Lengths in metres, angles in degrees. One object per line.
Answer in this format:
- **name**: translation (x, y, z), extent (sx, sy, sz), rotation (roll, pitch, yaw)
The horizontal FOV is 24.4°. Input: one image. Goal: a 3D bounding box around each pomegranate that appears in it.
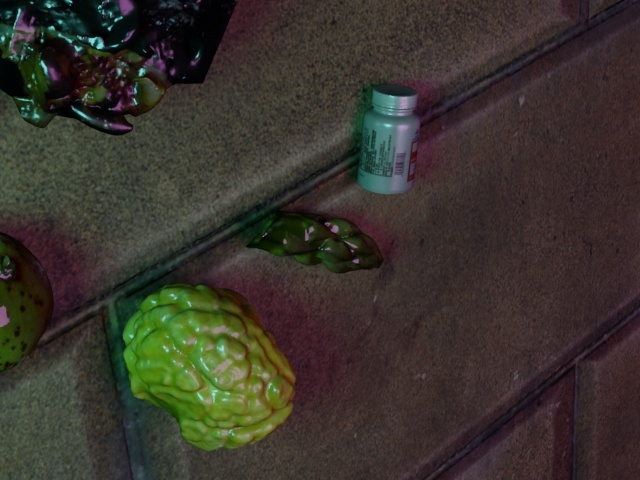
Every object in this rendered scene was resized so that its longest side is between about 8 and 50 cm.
- **pomegranate**: translation (-0.368, 0.081, 1.554), extent (0.159, 0.159, 0.205), rotation (-10, 142, -48)

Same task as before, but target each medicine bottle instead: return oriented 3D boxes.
- **medicine bottle**: translation (0.096, -0.140, 2.035), extent (0.079, 0.079, 0.140), rotation (-17, 121, -45)

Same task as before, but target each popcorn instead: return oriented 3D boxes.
- **popcorn**: translation (-0.131, 0.139, 1.826), extent (0.203, 0.226, 0.200), rotation (-70, 177, -50)

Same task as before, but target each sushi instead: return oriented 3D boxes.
- **sushi**: translation (-0.251, -0.219, 1.506), extent (0.212, 0.215, 0.227), rotation (-65, 163, 5)

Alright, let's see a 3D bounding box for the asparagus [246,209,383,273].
- **asparagus**: translation (0.000, 0.000, 1.999), extent (0.287, 0.080, 0.080), rotation (18, 94, -49)
